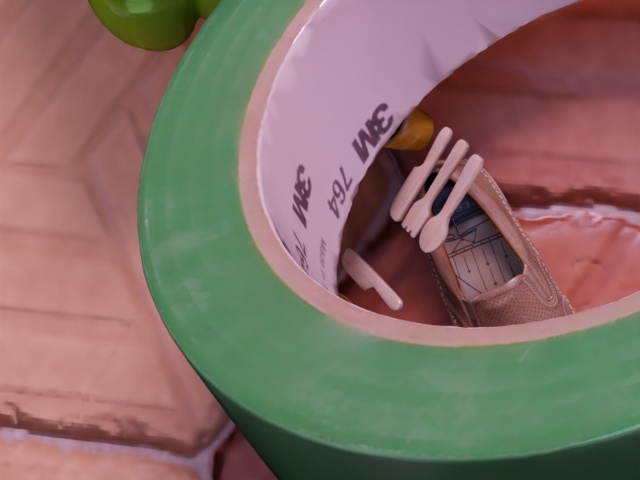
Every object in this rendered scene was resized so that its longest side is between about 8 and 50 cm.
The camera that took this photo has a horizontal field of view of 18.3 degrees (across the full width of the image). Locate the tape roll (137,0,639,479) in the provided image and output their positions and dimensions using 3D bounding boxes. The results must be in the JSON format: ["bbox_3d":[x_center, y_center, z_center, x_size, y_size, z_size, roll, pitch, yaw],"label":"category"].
[{"bbox_3d":[0.094,-0.038,0.697,0.321,0.077,0.321,-17,44,17],"label":"tape roll"}]

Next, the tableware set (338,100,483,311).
[{"bbox_3d":[0.000,0.000,0.838,0.154,0.024,0.104,-59,42,16],"label":"tableware set"}]

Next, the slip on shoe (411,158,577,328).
[{"bbox_3d":[0.078,0.026,0.828,0.051,0.041,0.135,-25,79,11],"label":"slip on shoe"}]

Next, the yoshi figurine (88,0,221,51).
[{"bbox_3d":[-0.093,-0.261,0.791,0.203,0.203,0.362,-21,84,35],"label":"yoshi figurine"}]
